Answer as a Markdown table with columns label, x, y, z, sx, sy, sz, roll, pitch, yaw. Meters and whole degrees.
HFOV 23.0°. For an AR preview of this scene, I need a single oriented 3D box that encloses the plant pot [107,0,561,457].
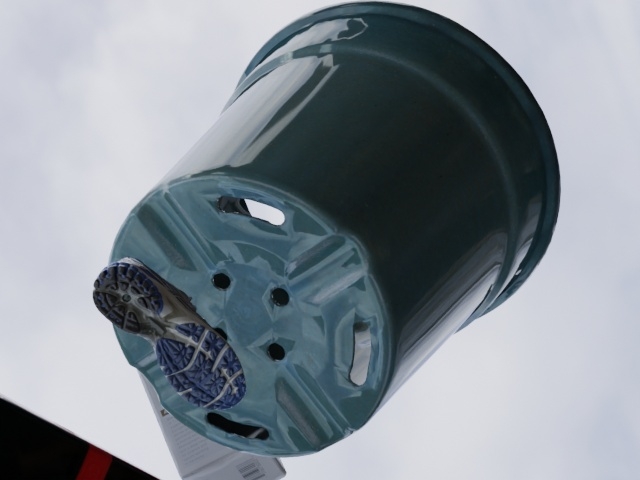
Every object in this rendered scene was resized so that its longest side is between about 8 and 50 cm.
| label | x | y | z | sx | sy | sz | roll | pitch | yaw |
| --- | --- | --- | --- | --- | --- | --- | --- | --- | --- |
| plant pot | 0.000 | 0.000 | 1.372 | 0.341 | 0.341 | 0.334 | 61 | -148 | -11 |

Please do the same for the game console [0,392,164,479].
| label | x | y | z | sx | sy | sz | roll | pitch | yaw |
| --- | --- | --- | --- | --- | --- | --- | --- | --- | --- |
| game console | -0.288 | 0.350 | 1.402 | 0.342 | 0.060 | 0.386 | 36 | -115 | -33 |

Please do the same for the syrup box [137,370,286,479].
| label | x | y | z | sx | sy | sz | roll | pitch | yaw |
| --- | --- | --- | --- | --- | --- | --- | --- | --- | --- |
| syrup box | -0.130 | 0.158 | 1.671 | 0.237 | 0.096 | 0.093 | 63 | 180 | 36 |

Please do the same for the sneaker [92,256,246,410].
| label | x | y | z | sx | sy | sz | roll | pitch | yaw |
| --- | --- | --- | --- | --- | --- | --- | --- | --- | --- |
| sneaker | -0.099 | 0.060 | 1.104 | 0.135 | 0.052 | 0.058 | 49 | -166 | -11 |
